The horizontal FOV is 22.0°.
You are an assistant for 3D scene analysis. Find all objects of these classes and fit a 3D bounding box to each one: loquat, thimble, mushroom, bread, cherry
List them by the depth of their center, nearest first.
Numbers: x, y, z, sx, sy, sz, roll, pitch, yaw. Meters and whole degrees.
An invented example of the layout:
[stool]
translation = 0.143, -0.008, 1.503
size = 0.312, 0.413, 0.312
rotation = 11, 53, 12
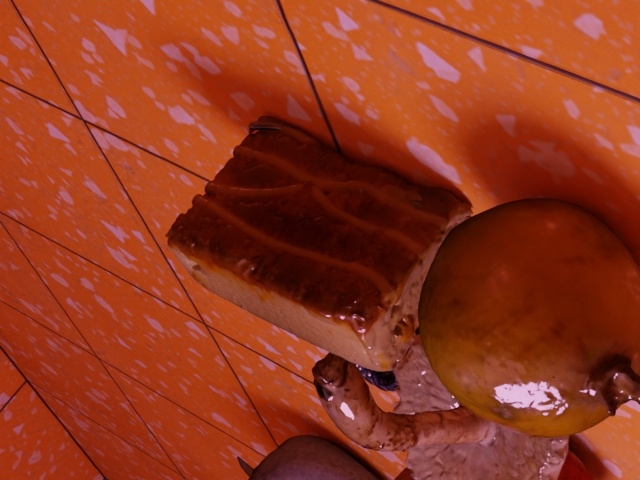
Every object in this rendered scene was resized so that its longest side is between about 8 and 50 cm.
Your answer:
[loquat]
translation = 0.199, 0.076, 1.437
size = 0.246, 0.213, 0.213
rotation = 41, 169, 50
[bread]
translation = 0.000, 0.000, 1.662
size = 0.275, 0.184, 0.114
rotation = 25, 160, 35
[mushroom]
translation = 0.106, 0.201, 1.787
size = 0.302, 0.233, 0.208
rotation = 0, -171, -18
[thimble]
translation = 0.082, 0.135, 1.983
size = 0.104, 0.066, 0.095
rotation = 13, 145, 50
[cherry]
translation = -0.010, 0.423, 2.557
size = 0.296, 0.218, 0.255
rotation = 23, 158, 11

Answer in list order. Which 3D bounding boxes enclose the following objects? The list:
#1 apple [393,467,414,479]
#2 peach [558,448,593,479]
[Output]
[apple]
translation = 0.169, 0.375, 2.177
size = 0.174, 0.188, 0.188
rotation = 19, 153, 54
[peach]
translation = 0.227, 0.309, 1.930
size = 0.190, 0.190, 0.192
rotation = 43, 178, -12
